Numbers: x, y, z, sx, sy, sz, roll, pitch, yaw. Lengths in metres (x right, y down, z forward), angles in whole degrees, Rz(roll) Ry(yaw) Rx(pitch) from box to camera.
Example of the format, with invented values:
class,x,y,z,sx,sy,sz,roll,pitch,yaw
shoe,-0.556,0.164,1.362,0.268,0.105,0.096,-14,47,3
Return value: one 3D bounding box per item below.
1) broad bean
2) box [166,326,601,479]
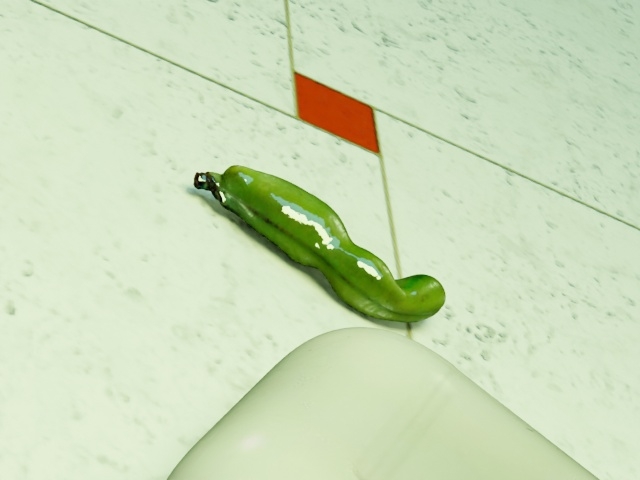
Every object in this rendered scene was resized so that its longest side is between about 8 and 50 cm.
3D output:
class,x,y,z,sx,sy,sz,roll,pitch,yaw
broad bean,0.000,0.000,1.383,0.214,0.048,0.070,32,29,-5
box,0.082,0.208,1.053,0.349,0.141,0.289,38,30,6
